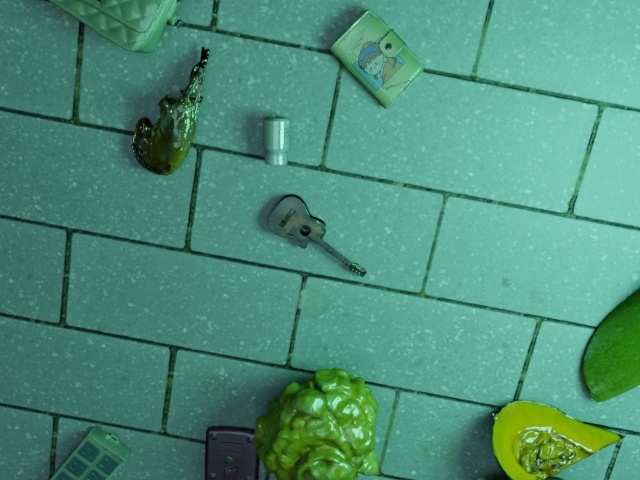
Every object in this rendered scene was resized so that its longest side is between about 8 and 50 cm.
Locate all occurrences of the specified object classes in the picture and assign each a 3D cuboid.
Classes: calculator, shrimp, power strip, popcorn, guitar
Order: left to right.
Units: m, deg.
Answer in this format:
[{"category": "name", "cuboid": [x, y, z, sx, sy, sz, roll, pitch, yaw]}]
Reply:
[{"category": "power strip", "cuboid": [-0.583, 0.582, 1.458, 0.106, 0.043, 0.367, 39, 104, -7]}, {"category": "shrimp", "cuboid": [-0.289, -0.250, 1.197, 0.117, 0.066, 0.262, 18, 104, -2]}, {"category": "calculator", "cuboid": [-0.202, 0.513, 1.426, 0.126, 0.034, 0.190, 4, 105, 3]}, {"category": "guitar", "cuboid": [0.000, 0.000, 1.273, 0.233, 0.025, 0.088, 37, 104, -8]}, {"category": "popcorn", "cuboid": [0.008, 0.387, 1.281, 0.242, 0.235, 0.250, 12, 128, -25]}]

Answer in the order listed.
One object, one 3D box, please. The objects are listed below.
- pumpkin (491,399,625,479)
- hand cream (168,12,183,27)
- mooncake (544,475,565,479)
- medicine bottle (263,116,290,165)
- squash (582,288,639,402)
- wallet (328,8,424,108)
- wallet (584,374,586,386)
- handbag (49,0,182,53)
[{"category": "pumpkin", "cuboid": [0.472, 0.416, 1.341, 0.278, 0.163, 0.111, -18, 150, -16]}, {"category": "hand cream", "cuboid": [-0.299, -0.436, 1.168, 0.102, 0.022, 0.035, 41, 105, -3]}, {"category": "mooncake", "cuboid": [0.475, 0.689, 1.350, 0.356, 0.194, 0.356, -1, 108, -5]}, {"category": "medicine bottle", "cuboid": [-0.085, -0.191, 1.208, 0.052, 0.052, 0.089, 3, 106, 2]}, {"category": "squash", "cuboid": [0.643, 0.179, 1.284, 0.111, 0.203, 0.289, 34, 137, -5]}, {"category": "wallet", "cuboid": [0.106, -0.337, 1.164, 0.155, 0.039, 0.110, 43, 105, -10]}, {"category": "wallet", "cuboid": [0.601, 0.288, 1.332, 0.083, 0.011, 0.044, -4, 106, 3]}, {"category": "handbag", "cuboid": [-0.364, -0.480, 1.119, 0.256, 0.079, 0.219, 31, 104, -1]}]
